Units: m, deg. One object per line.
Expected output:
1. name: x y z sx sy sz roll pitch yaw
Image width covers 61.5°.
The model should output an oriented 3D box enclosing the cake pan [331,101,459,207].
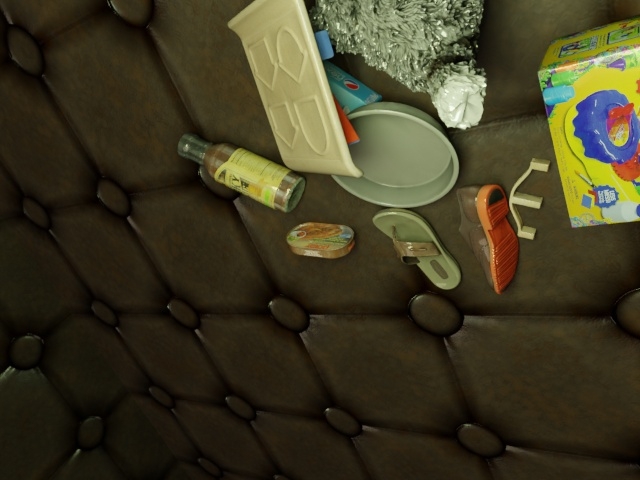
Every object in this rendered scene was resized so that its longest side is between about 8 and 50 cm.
1. cake pan: 0.150 -0.181 1.150 0.293 0.054 0.293 13 148 8

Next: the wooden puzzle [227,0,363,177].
1. wooden puzzle: -0.039 -0.292 1.046 0.322 0.080 0.348 21 138 64

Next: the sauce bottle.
1. sauce bottle: -0.210 -0.184 1.395 0.344 0.111 0.112 25 133 15

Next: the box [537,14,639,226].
1. box: 0.535 -0.201 0.870 0.279 0.177 0.290 -8 119 35

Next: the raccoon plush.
1. raccoon plush: 0.100 -0.349 0.861 0.298 0.446 0.216 10 118 2

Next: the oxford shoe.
1. oxford shoe: 0.370 -0.004 1.200 0.098 0.096 0.272 13 128 49

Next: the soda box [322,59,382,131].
1. soda box: 0.023 -0.329 1.166 0.210 0.067 0.071 35 135 5

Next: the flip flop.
1. flip flop: 0.233 0.029 1.294 0.277 0.080 0.112 47 139 -16

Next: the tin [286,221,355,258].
1. tin: 0.000 0.000 1.406 0.189 0.106 0.040 7 127 29

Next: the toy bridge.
1. toy bridge: 0.431 -0.085 1.129 0.063 0.026 0.188 16 130 25
